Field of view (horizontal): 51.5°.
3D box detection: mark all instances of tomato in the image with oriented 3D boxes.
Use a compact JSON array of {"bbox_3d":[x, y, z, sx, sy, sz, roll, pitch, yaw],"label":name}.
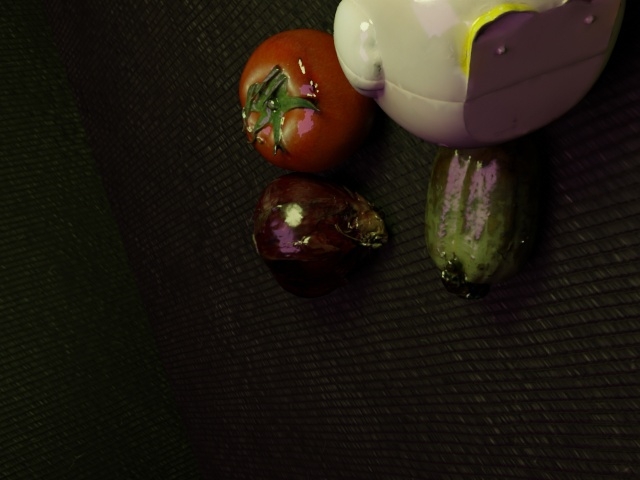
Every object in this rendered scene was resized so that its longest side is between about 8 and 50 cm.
[{"bbox_3d":[-0.024,-0.248,1.199,0.255,0.224,0.256,17,114,44],"label":"tomato"}]

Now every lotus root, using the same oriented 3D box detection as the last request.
[{"bbox_3d":[0.245,-0.068,0.997,0.173,0.173,0.310,28,124,42],"label":"lotus root"}]

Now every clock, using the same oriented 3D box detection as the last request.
[{"bbox_3d":[0.182,-0.307,0.853,0.251,0.368,0.377,77,171,-53],"label":"clock"}]

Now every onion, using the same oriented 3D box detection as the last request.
[{"bbox_3d":[-0.020,0.002,1.314,0.221,0.280,0.281,-82,11,-48],"label":"onion"}]
